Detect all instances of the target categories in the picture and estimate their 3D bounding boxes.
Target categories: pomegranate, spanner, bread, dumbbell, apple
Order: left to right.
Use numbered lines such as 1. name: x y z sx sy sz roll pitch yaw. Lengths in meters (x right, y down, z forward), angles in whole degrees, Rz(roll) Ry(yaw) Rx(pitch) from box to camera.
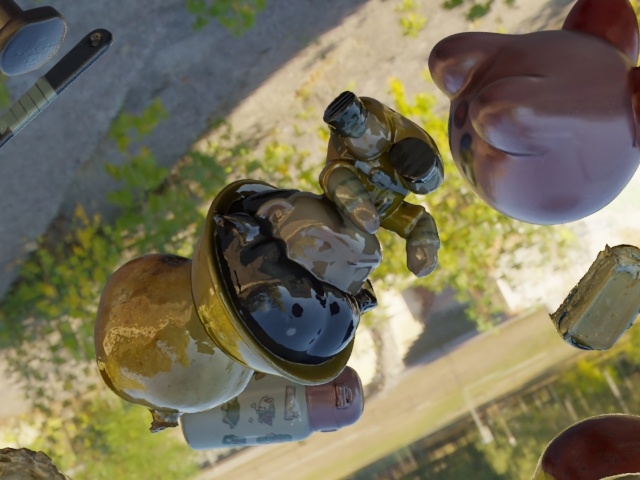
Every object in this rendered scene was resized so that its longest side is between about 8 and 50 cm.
1. dumbbell: -0.541 -0.392 1.932 0.140 0.225 0.124 -28 160 -47
2. spanner: -0.346 -0.123 1.293 0.316 0.087 0.024 -45 137 -7
3. pomegranate: -0.158 0.115 1.258 0.196 0.196 0.196 -25 167 -6
4. bread: 0.256 0.051 1.040 0.072 0.053 0.106 14 125 -26
5. apple: 0.346 0.316 1.324 0.234 0.234 0.234 -25 167 -6

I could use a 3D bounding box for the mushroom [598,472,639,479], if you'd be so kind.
1. mushroom: 0.192 0.227 0.749 0.127 0.166 0.166 21 -157 39

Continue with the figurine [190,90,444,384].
1. figurine: -0.001 -0.002 0.996 0.192 0.167 0.257 35 101 -28

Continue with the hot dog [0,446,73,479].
1. hot dog: -0.440 0.448 1.631 0.367 0.196 0.365 -5 147 19

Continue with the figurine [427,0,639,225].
1. figurine: 0.266 -0.126 1.284 0.261 0.270 0.211 -15 125 -11

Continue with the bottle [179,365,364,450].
1. bottle: -0.065 0.228 1.632 0.253 0.121 0.120 -6 169 7
